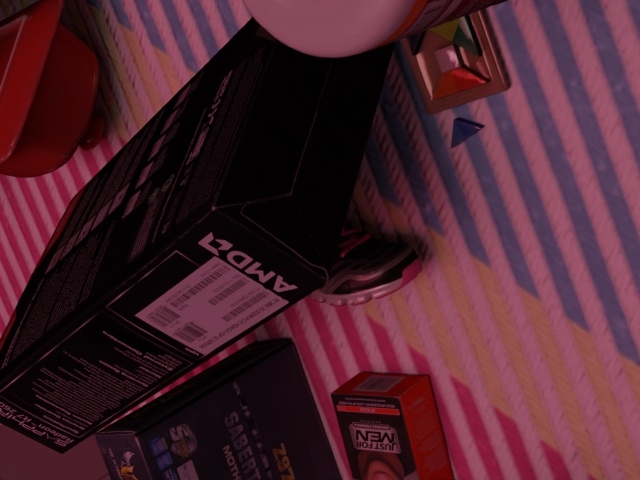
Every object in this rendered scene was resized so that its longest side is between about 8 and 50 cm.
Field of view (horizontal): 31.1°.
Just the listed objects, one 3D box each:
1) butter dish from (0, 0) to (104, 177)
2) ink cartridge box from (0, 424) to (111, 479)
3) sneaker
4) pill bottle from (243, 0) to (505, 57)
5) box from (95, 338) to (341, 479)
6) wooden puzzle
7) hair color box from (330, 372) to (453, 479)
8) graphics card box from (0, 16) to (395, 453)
[{"bbox_3d":[-0.243,-0.114,1.002,0.160,0.118,0.160,-8,64,49],"label":"butter dish"},{"bbox_3d":[-0.273,0.355,1.232,0.211,0.121,0.289,8,115,39],"label":"ink cartridge box"},{"bbox_3d":[0.000,0.000,0.870,0.170,0.063,0.074,9,121,44],"label":"sneaker"},{"bbox_3d":[0.061,-0.180,0.622,0.121,0.221,0.121,18,121,34],"label":"pill bottle"},{"bbox_3d":[-0.063,0.221,0.944,0.059,0.183,0.232,-10,101,43],"label":"box"},{"bbox_3d":[0.086,-0.124,0.772,0.078,0.014,0.116,-23,94,45],"label":"wooden puzzle"},{"bbox_3d":[0.062,0.178,0.912,0.072,0.043,0.141,-4,107,41],"label":"hair color box"},{"bbox_3d":[-0.109,-0.008,0.844,0.094,0.232,0.371,33,138,-19],"label":"graphics card box"}]
